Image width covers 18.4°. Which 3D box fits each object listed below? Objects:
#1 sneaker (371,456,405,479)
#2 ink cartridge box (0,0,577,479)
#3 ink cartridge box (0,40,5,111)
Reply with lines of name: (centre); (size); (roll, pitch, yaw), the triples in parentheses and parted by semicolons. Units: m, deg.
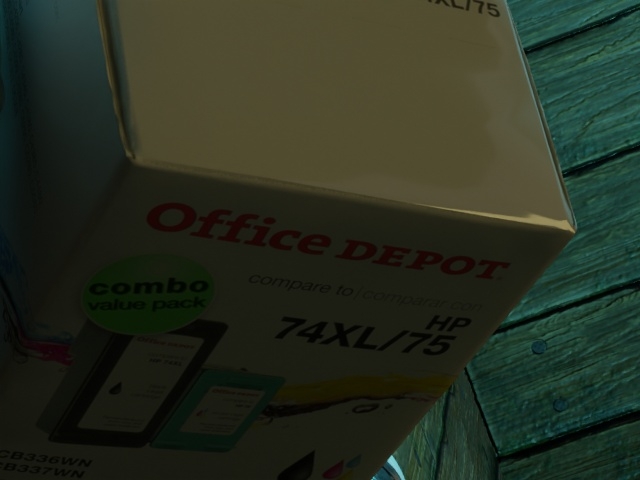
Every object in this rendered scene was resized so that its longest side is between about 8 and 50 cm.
sneaker: (0.060, 0.300, 1.634); (0.268, 0.101, 0.153); (63, 10, -4)
ink cartridge box: (-0.055, -0.011, 0.867); (0.270, 0.198, 0.197); (-56, -144, 43)
ink cartridge box: (-0.247, -0.190, 0.742); (0.226, 0.131, 0.306); (-102, 169, -46)
